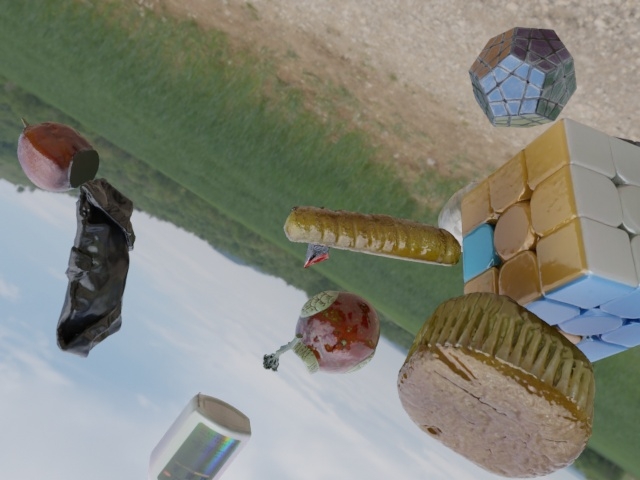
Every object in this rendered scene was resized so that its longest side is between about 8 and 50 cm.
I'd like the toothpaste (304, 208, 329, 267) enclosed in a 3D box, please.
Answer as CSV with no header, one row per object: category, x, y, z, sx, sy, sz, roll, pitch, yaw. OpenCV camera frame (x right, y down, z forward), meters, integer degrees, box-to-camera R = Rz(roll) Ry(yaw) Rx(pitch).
toothpaste,0.000,0.000,1.438,0.045,0.071,0.193,56,154,31

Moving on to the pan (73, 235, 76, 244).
pan,-0.473,0.032,1.242,0.023,0.069,0.115,-105,10,-56

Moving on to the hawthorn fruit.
hawthorn fruit,-0.741,-0.245,1.639,0.251,0.189,0.189,46,174,-9

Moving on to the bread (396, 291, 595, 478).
bread,0.240,0.201,0.821,0.254,0.142,0.227,32,135,1

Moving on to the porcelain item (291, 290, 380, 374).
porcelain item,0.042,0.261,1.613,0.253,0.252,0.253,32,177,2

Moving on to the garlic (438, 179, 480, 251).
garlic,0.435,-0.045,1.725,0.203,0.185,0.281,59,154,14

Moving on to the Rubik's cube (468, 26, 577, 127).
Rubik's cube,0.614,-0.492,1.821,0.319,0.318,0.264,32,-144,12

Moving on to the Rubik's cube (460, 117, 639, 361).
Rubik's cube,0.445,0.017,1.034,0.291,0.291,0.291,14,150,-18

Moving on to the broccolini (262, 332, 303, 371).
broccolini,-0.090,0.253,1.383,0.044,0.042,0.218,21,143,-11

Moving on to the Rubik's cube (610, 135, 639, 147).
Rubik's cube,0.742,-0.054,1.534,0.319,0.313,0.316,16,157,16

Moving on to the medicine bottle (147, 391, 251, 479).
medicine bottle,-0.220,0.369,1.003,0.115,0.219,0.078,33,-170,-22

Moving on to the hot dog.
hot dog,0.086,-0.010,0.947,0.289,0.068,0.083,10,-171,-10

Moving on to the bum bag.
bum bag,-0.380,0.048,1.021,0.074,0.309,0.137,12,-177,25
